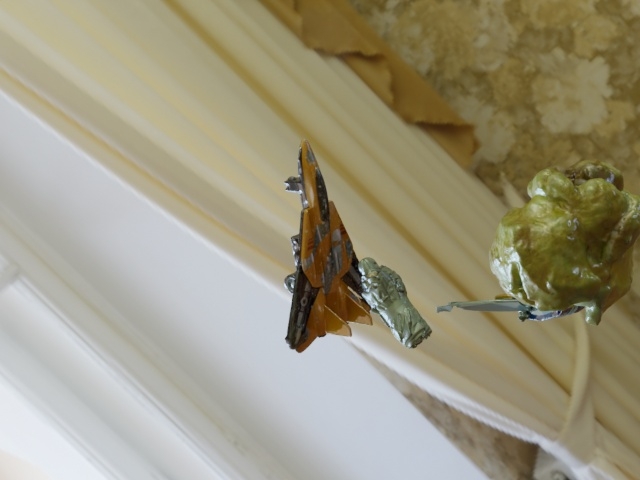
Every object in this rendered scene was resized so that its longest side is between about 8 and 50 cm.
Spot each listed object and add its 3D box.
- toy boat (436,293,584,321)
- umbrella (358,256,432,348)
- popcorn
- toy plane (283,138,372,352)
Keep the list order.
[{"bbox_3d":[0.371,0.134,1.751,0.290,0.067,0.220,-6,-11,-9],"label":"toy boat"},{"bbox_3d":[0.097,0.085,1.222,0.062,0.144,0.067,-32,-12,-4],"label":"umbrella"},{"bbox_3d":[0.416,0.001,1.498,0.276,0.225,0.277,-29,-46,-34],"label":"popcorn"},{"bbox_3d":[-0.009,0.000,1.377,0.204,0.316,0.103,-23,12,-41],"label":"toy plane"}]
